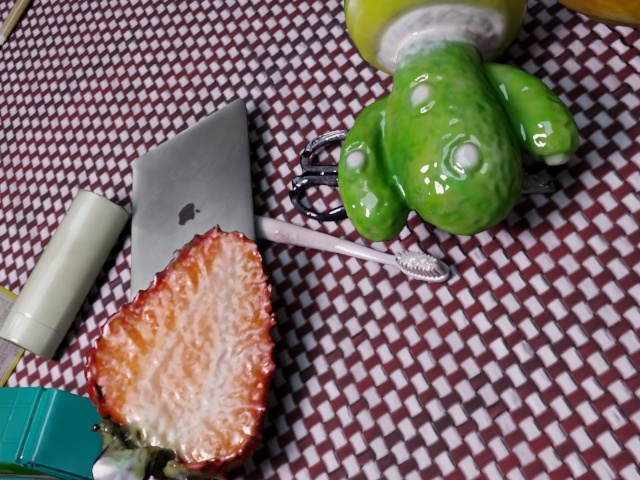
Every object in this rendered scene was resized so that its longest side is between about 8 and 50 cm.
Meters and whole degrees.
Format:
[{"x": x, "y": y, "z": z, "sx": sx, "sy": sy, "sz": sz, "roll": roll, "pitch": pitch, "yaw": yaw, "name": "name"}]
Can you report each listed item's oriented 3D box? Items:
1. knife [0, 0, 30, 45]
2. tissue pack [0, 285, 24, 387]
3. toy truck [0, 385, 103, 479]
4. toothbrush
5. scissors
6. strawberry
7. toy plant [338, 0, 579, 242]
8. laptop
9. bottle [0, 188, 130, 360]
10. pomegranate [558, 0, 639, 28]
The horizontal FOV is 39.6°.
[{"x": -0.546, "y": -0.320, "z": 1.476, "sx": 0.047, "sy": 0.017, "sz": 0.297, "roll": 20, "pitch": 78, "yaw": 40, "name": "knife"}, {"x": -0.423, "y": 0.136, "z": 1.070, "sx": 0.062, "sy": 0.095, "sz": 0.176, "roll": 15, "pitch": 72, "yaw": 38, "name": "tissue pack"}, {"x": -0.320, "y": 0.213, "z": 0.947, "sx": 0.253, "sy": 0.124, "sz": 0.114, "roll": -5, "pitch": 58, "yaw": 27, "name": "toy truck"}, {"x": 0.000, "y": 0.000, "z": 0.934, "sx": 0.307, "sy": 0.029, "sz": 0.025, "roll": 14, "pitch": 74, "yaw": 37, "name": "toothbrush"}, {"x": 0.098, "y": -0.063, "z": 0.918, "sx": 0.300, "sy": 0.022, "sz": 0.109, "roll": 5, "pitch": 69, "yaw": 34, "name": "scissors"}, {"x": -0.128, "y": 0.132, "z": 0.879, "sx": 0.188, "sy": 0.106, "sz": 0.286, "roll": 18, "pitch": 65, "yaw": 8, "name": "strawberry"}, {"x": 0.124, "y": -0.147, "z": 0.863, "sx": 0.224, "sy": 0.184, "sz": 0.315, "roll": -8, "pitch": 66, "yaw": 14, "name": "toy plant"}, {"x": -0.152, "y": -0.029, "z": 1.041, "sx": 0.188, "sy": 0.015, "sz": 0.269, "roll": -27, "pitch": 51, "yaw": 26, "name": "laptop"}, {"x": -0.308, "y": 0.040, "z": 1.073, "sx": 0.072, "sy": 0.072, "sz": 0.201, "roll": 13, "pitch": 70, "yaw": 37, "name": "bottle"}, {"x": 0.316, "y": -0.345, "z": 0.764, "sx": 0.333, "sy": 0.332, "sz": 0.332, "roll": -15, "pitch": 56, "yaw": 24, "name": "pomegranate"}]
